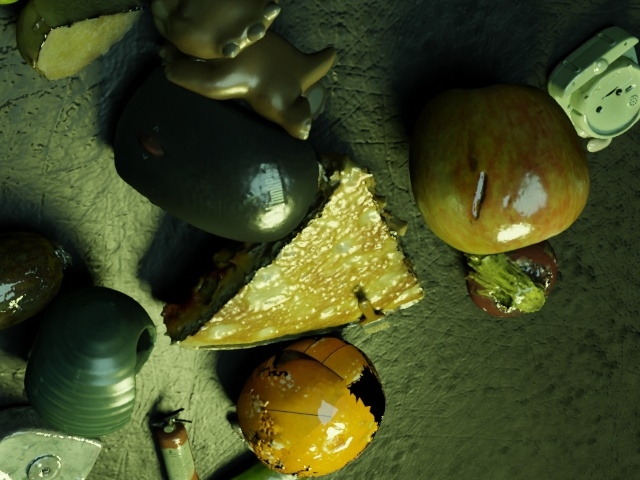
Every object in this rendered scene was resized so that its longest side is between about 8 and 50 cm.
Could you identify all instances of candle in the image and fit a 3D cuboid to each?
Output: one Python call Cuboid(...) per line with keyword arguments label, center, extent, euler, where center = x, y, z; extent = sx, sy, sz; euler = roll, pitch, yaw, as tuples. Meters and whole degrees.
Cuboid(label="candle", center=(-0.403, 0.315, 1.829), extent=(0.168, 0.068, 0.192), euler=(-25, 132, -15))

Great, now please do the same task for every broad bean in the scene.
Cuboid(label="broad bean", center=(-0.035, 0.360, 2.065), extent=(0.339, 0.061, 0.077), euler=(-30, 122, -10))

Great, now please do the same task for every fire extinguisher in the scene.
Cuboid(label="fire extinguisher", center=(-0.220, 0.329, 1.951), extent=(0.062, 0.050, 0.177), euler=(-5, 125, 4))

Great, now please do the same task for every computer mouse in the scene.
Cuboid(label="computer mouse", center=(-0.140, -0.097, 1.604), extent=(0.170, 0.269, 0.100), euler=(-64, 171, 19))

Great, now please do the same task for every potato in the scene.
Cuboid(label="potato", center=(-0.310, -0.264, 1.525), extent=(0.172, 0.089, 0.101), euler=(-33, 160, -49))

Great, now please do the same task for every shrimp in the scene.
Cuboid(label="shrimp", center=(-0.111, 0.309, 2.016), extent=(0.038, 0.029, 0.092), euler=(-42, 136, -10))

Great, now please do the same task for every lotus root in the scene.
Cuboid(label="lotus root", center=(-0.423, 0.056, 1.627), extent=(0.209, 0.120, 0.120), euler=(-25, 128, -20))

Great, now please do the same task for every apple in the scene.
Cuboid(label="apple", center=(0.252, -0.115, 1.808), extent=(0.264, 0.264, 0.264), euler=(-14, 125, -21))

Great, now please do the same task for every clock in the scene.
Cuboid(label="clock", center=(0.448, -0.228, 1.966), extent=(0.151, 0.062, 0.191), euler=(-38, 131, -3))

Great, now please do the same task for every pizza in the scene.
Cuboid(label="pizza", center=(0.000, 0.000, 1.786), extent=(0.439, 0.130, 0.406), euler=(-10, 144, -28))

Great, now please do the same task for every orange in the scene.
Cuboid(label="orange", center=(-0.012, 0.255, 1.936), extent=(0.234, 0.182, 0.234), euler=(-11, 129, -14))

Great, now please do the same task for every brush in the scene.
Cuboid(label="brush", center=(0.075, 0.112, 1.884), extent=(0.043, 0.014, 0.170), euler=(-21, 160, 3))

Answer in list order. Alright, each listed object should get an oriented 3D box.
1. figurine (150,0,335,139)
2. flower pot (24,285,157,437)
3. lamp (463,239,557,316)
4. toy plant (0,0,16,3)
Cuboid(label="figurine", center=(-0.085, -0.260, 1.564), extent=(0.247, 0.177, 0.173), euler=(27, 111, -2))
Cuboid(label="flower pot", center=(-0.312, 0.164, 1.696), extent=(0.157, 0.189, 0.243), euler=(21, 143, -6))
Cuboid(label="lamp", center=(0.313, 0.059, 2.023), extent=(0.157, 0.135, 0.156), euler=(-27, 129, -14))
Cuboid(label="toy plant", center=(-0.454, -0.290, 1.380), extent=(0.315, 0.184, 0.224), euler=(-30, 126, 11))
